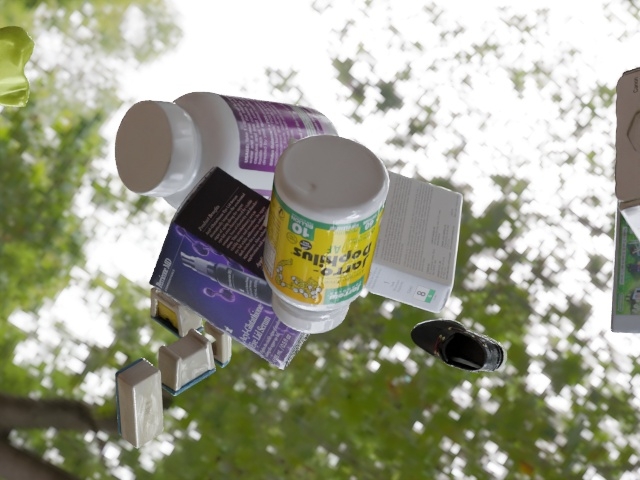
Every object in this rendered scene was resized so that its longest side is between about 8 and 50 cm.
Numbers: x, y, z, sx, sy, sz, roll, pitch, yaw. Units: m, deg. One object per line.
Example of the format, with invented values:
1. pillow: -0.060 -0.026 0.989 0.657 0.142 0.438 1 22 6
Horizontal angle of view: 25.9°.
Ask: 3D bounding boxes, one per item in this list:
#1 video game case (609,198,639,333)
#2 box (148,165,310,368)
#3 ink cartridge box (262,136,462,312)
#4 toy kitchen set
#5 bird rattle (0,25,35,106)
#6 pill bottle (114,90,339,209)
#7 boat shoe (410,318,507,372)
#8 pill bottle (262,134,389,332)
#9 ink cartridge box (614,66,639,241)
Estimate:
1. video game case: 0.523 0.036 2.019 0.023 0.193 0.212 -68 159 -73
2. box: -0.088 0.035 1.704 0.108 0.207 0.153 -55 175 -37
3. ink cartridge box: 0.050 -0.020 1.627 0.181 0.225 0.056 -76 -177 -51
4. toy kitchen set: -0.248 0.176 2.065 0.166 0.122 0.207 31 -136 34
5. bird rattle: -0.383 -0.181 1.226 0.253 0.143 0.207 -9 -113 11
6. pill bottle: -0.126 -0.116 1.909 0.169 0.301 0.169 -4 -95 44
7. boat shoe: 0.156 0.123 1.649 0.133 0.042 0.049 18 -80 43
8. pill bottle: 0.000 0.000 1.466 0.208 0.117 0.117 101 -2 -47
9. ink cartridge box: 0.344 -0.039 1.248 0.092 0.218 0.158 -15 -131 30
